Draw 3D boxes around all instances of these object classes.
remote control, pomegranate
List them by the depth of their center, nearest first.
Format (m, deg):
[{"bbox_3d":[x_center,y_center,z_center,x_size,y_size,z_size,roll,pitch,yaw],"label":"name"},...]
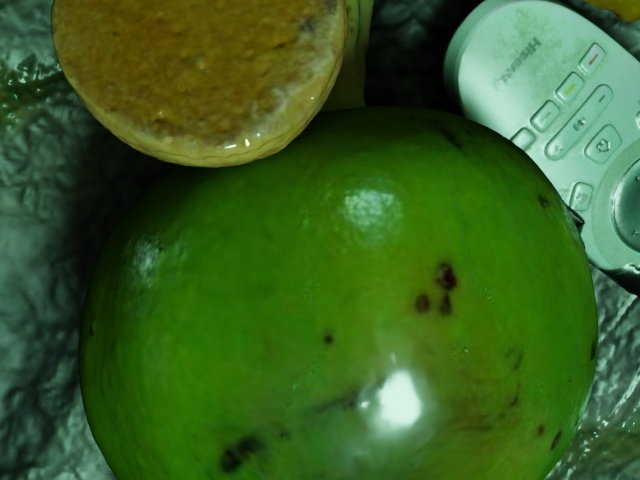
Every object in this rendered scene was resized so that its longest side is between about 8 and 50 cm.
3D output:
[{"bbox_3d":[0.000,0.000,0.646,0.236,0.236,0.301,-11,85,-9],"label":"pomegranate"},{"bbox_3d":[0.160,-0.032,0.756,0.256,0.045,0.097,43,93,-19],"label":"remote control"}]

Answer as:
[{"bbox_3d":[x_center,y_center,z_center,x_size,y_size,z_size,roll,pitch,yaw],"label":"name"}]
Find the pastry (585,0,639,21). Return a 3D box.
[{"bbox_3d":[0.173,-0.270,0.650,0.356,0.164,0.356,-3,108,-8],"label":"pastry"}]

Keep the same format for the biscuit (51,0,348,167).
[{"bbox_3d":[-0.077,-0.173,0.606,0.205,0.049,0.324,-20,70,-5],"label":"biscuit"}]
